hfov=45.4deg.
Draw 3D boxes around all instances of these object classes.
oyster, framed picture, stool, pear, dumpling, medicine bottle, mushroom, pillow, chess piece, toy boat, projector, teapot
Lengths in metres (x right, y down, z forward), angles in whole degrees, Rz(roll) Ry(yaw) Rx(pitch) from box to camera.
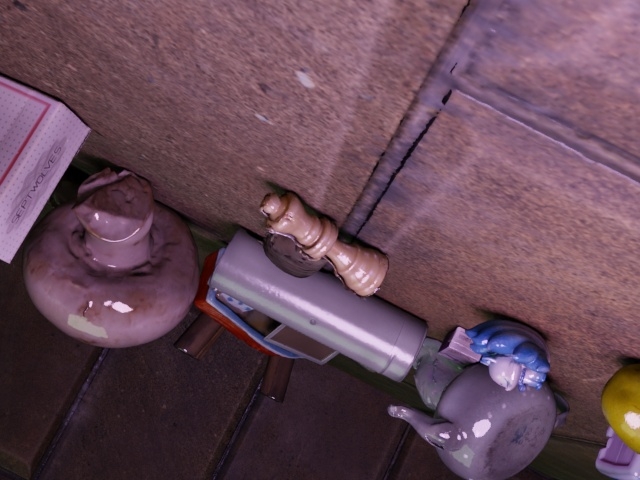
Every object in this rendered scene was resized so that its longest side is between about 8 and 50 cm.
[{"bbox_3d":[-0.442,-0.053,1.513,0.341,0.110,0.166,33,162,-16],"label":"oyster"},{"bbox_3d":[0.004,0.160,1.391,0.142,0.011,0.183,28,131,-27],"label":"framed picture"},{"bbox_3d":[-0.160,0.213,1.761,0.310,0.226,0.310,29,169,0],"label":"stool"},{"bbox_3d":[0.339,0.177,0.798,0.092,0.097,0.092,1,-172,0],"label":"pear"},{"bbox_3d":[0.223,0.248,1.338,0.149,0.105,0.216,33,168,-28],"label":"dumpling"},{"bbox_3d":[0.504,0.328,1.080,0.188,0.094,0.119,28,167,-3],"label":"medicine bottle"},{"bbox_3d":[-0.328,0.017,1.261,0.297,0.297,0.290,28,131,-3],"label":"mushroom"},{"bbox_3d":[-0.038,0.013,1.015,0.093,0.051,0.241,23,170,-6],"label":"pillow"},{"bbox_3d":[0.000,0.000,0.863,0.172,0.060,0.060,35,167,-28],"label":"chess piece"},{"bbox_3d":[-0.082,0.133,1.467,0.133,0.145,0.332,-13,143,35],"label":"toy boat"},{"bbox_3d":[-0.004,0.100,1.189,0.337,0.108,0.108,27,169,-1],"label":"projector"},{"bbox_3d":[0.250,0.259,1.129,0.294,0.193,0.129,-5,-149,-33],"label":"teapot"}]

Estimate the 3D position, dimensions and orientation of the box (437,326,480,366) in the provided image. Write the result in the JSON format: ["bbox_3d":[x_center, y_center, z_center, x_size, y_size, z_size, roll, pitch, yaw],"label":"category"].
[{"bbox_3d":[0.210,0.160,1.144,0.050,0.036,0.117,25,168,7],"label":"box"}]

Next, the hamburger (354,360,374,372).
[{"bbox_3d":[0.090,0.280,1.928,0.121,0.054,0.084,29,173,28],"label":"hamburger"}]

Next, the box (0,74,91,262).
[{"bbox_3d":[-0.502,-0.134,1.007,0.330,0.210,0.095,24,168,16],"label":"box"}]

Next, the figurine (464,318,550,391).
[{"bbox_3d":[0.216,0.132,0.898,0.114,0.079,0.114,24,175,2],"label":"figurine"}]
